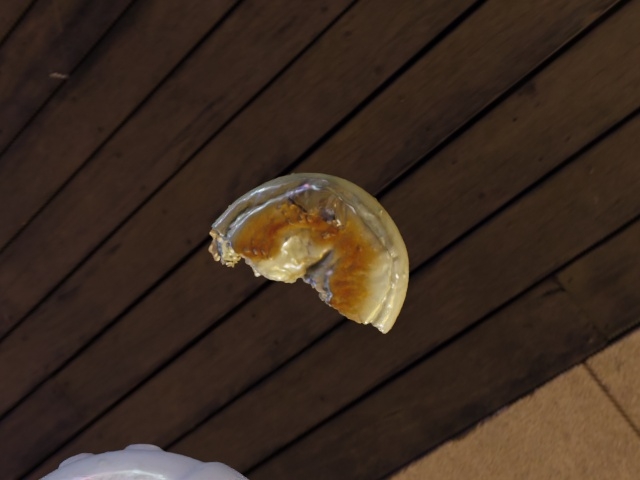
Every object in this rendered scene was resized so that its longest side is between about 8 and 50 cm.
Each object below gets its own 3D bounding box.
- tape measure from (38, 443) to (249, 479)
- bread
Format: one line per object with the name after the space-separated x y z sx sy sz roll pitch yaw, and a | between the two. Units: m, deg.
-0.092 0.209 0.550 0.236 0.197 0.120 50 164 15 | tape measure
-0.002 -0.005 1.637 0.314 0.171 0.192 22 94 9 | bread
